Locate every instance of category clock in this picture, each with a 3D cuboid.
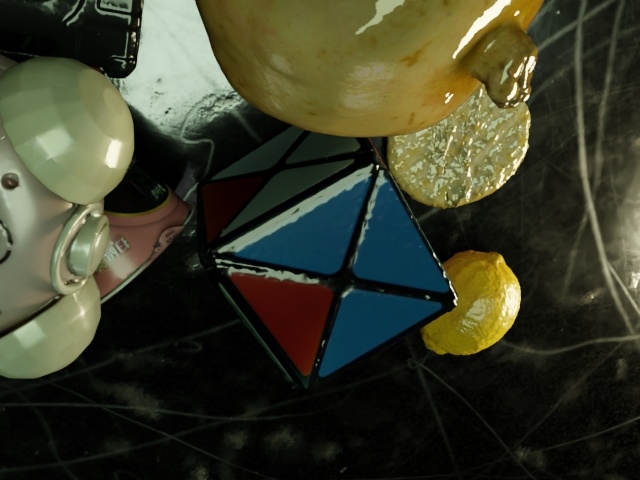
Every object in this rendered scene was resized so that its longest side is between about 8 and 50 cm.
[{"bbox_3d":[-0.363,-0.043,0.794,0.325,0.184,0.342,18,119,-1],"label":"clock"}]

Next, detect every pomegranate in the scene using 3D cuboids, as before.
[{"bbox_3d":[0.077,-0.290,0.843,0.411,0.411,0.411,-5,116,-10],"label":"pomegranate"}]

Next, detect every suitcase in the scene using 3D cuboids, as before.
[{"bbox_3d":[-0.349,-0.309,0.920,0.285,0.066,0.206,6,114,-14],"label":"suitcase"}]

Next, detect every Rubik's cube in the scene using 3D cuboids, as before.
[{"bbox_3d":[0.000,0.000,1.039,0.248,0.250,0.246,-29,117,5],"label":"Rubik's cube"}]

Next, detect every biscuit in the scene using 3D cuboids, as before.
[{"bbox_3d":[0.198,-0.145,1.131,0.219,0.033,0.220,-5,115,-10],"label":"biscuit"}]

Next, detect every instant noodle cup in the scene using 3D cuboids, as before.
[{"bbox_3d":[-0.321,-0.060,0.970,0.244,0.244,0.255,-36,110,6],"label":"instant noodle cup"}]

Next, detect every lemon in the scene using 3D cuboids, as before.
[{"bbox_3d":[0.218,0.098,1.190,0.142,0.142,0.187,27,113,-22],"label":"lemon"}]
